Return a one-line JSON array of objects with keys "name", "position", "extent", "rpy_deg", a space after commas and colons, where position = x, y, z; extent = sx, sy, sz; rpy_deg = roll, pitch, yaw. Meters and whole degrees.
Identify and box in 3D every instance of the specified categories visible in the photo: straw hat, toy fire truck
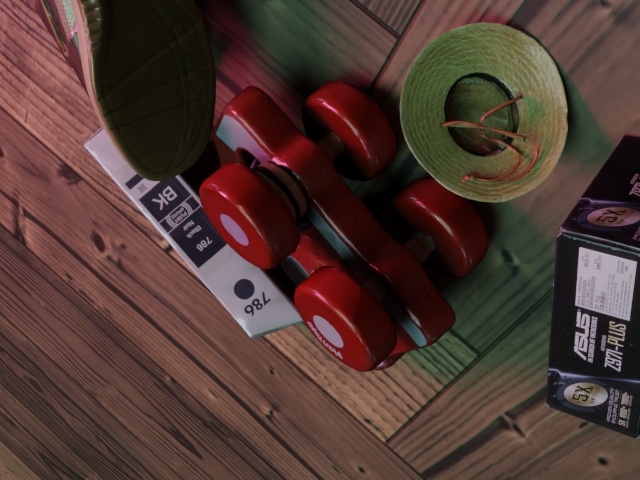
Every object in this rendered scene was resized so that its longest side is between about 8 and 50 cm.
[{"name": "straw hat", "position": [0.131, -0.103, 0.731], "extent": [0.144, 0.144, 0.061], "rpy_deg": [49, -178, -3]}, {"name": "toy fire truck", "position": [0.000, 0.000, 0.873], "extent": [0.302, 0.169, 0.254], "rpy_deg": [47, 158, 0]}]

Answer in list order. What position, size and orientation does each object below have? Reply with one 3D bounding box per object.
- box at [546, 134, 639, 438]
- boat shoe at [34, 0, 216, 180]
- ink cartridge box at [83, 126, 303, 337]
[{"name": "box", "position": [0.242, 0.034, 0.687], "extent": [0.077, 0.147, 0.180], "rpy_deg": [17, 133, 30]}, {"name": "boat shoe", "position": [-0.196, -0.217, 0.801], "extent": [0.123, 0.123, 0.342], "rpy_deg": [33, 149, 49]}, {"name": "ink cartridge box", "position": [-0.119, 0.008, 0.977], "extent": [0.333, 0.065, 0.165], "rpy_deg": [48, 176, -3]}]
